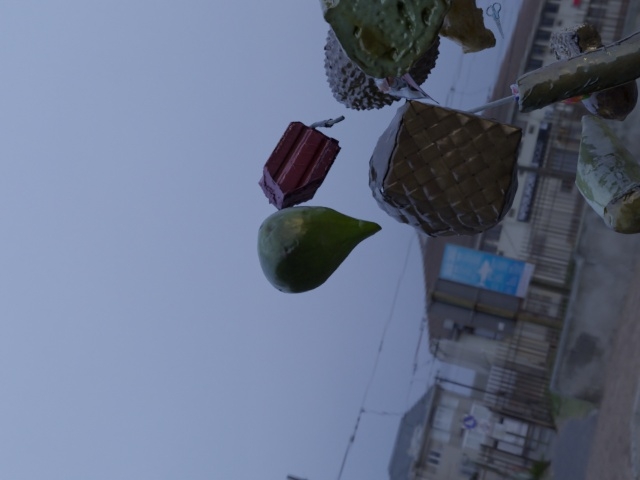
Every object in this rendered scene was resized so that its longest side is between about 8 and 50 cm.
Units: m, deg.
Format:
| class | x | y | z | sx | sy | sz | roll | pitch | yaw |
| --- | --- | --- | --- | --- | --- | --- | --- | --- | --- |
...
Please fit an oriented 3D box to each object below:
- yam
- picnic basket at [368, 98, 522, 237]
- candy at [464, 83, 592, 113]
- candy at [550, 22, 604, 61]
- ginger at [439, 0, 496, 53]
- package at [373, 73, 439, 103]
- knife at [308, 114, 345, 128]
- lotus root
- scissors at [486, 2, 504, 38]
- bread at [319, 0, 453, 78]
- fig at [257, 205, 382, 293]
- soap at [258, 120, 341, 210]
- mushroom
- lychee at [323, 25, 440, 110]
| class | x | y | z | sx | sy | sz | roll | pitch | yaw |
| --- | --- | --- | --- | --- | --- | --- | --- | --- | --- |
| yam | 0.453 | -0.272 | 1.098 | 0.071 | 0.318 | 0.067 | 38 | -141 | -64 |
| picnic basket | 0.279 | -0.145 | 1.664 | 0.337 | 0.337 | 0.292 | 38 | -113 | -70 |
| candy | 0.564 | -0.401 | 2.002 | 0.124 | 0.366 | 0.124 | 45 | -144 | -48 |
| candy | 0.590 | -0.451 | 1.664 | 0.085 | 0.110 | 0.095 | -30 | -79 | -27 |
| ginger | 0.234 | -0.577 | 1.581 | 0.122 | 0.363 | 0.348 | -98 | 2 | -73 |
| package | 0.213 | -0.456 | 2.037 | 0.071 | 0.194 | 0.269 | -64 | 25 | -2 |
| knife | 0.013 | -0.330 | 2.050 | 0.021 | 0.222 | 0.045 | 49 | -117 | -21 |
| lotus root | 0.864 | -0.456 | 2.173 | 0.314 | 0.169 | 0.141 | 43 | -108 | -37 |
| scissors | 0.384 | -0.475 | 1.565 | 0.006 | 0.036 | 0.083 | -1 | -107 | -50 |
| bread | 0.096 | -0.411 | 1.153 | 0.238 | 0.196 | 0.252 | 46 | -153 | -43 |
| fig | 0.000 | 0.000 | 1.604 | 0.206 | 0.275 | 0.206 | -15 | -90 | -80 |
| soap | -0.065 | -0.197 | 1.960 | 0.250 | 0.162 | 0.099 | -62 | 5 | -35 |
| mushroom | 0.494 | -0.118 | 1.248 | 0.333 | 0.107 | 0.087 | -93 | -20 | -56 |
| lychee | 0.194 | -0.616 | 2.323 | 0.432 | 0.380 | 0.380 | -61 | -17 | 7 |
